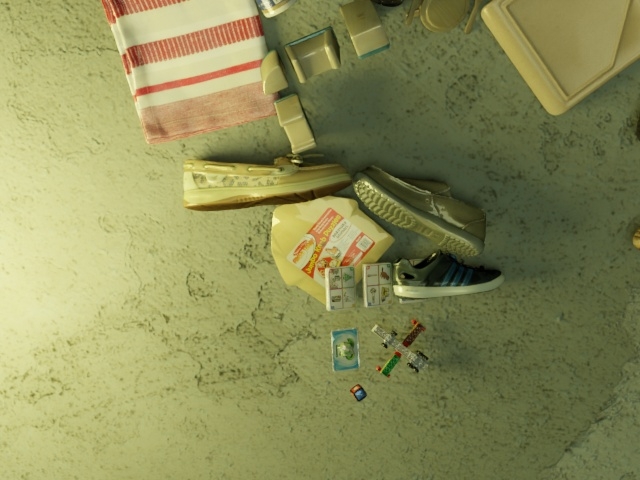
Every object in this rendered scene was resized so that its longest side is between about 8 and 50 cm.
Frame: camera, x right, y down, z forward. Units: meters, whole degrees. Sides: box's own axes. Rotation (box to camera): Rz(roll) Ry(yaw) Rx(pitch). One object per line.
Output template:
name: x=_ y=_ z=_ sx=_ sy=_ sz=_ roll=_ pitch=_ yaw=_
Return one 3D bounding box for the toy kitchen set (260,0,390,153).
toy kitchen set: x=0.018 y=-0.262 z=1.437 sx=0.207 sy=0.122 sz=0.166 roll=-20 pitch=126 yaw=7

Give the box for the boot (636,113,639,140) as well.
boot: x=0.609 y=-0.237 z=1.463 sx=0.137 sy=0.077 sz=0.197 roll=16 pitch=102 yaw=-23

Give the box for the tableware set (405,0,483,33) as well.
tableware set: x=0.206 y=-0.421 z=1.392 sx=0.128 sy=0.039 sz=0.194 roll=2 pitch=126 yaw=-26

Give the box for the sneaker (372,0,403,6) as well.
sneaker: x=0.025 y=-0.477 z=1.377 sx=0.283 sy=0.107 sz=0.124 roll=27 pitch=80 yaw=-3

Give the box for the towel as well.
towel: x=-0.214 y=-0.335 z=1.439 sx=0.237 sy=0.037 sz=0.328 roll=-14 pitch=107 yaw=4

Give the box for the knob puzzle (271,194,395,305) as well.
knob puzzle: x=0.000 y=0.000 z=1.547 sx=0.213 sy=0.030 sz=0.213 roll=0 pitch=108 yaw=0

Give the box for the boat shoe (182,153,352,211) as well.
boat shoe: x=-0.092 y=-0.106 z=1.469 sx=0.285 sy=0.104 sz=0.089 roll=-6 pitch=83 yaw=7

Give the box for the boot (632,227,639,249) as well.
boot: x=0.679 y=0.026 z=1.523 sx=0.249 sy=0.090 sz=0.206 roll=-25 pitch=104 yaw=4

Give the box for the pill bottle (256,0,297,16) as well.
pill bottle: x=-0.088 y=-0.415 z=1.387 sx=0.067 sy=0.067 sz=0.120 roll=-29 pitch=115 yaw=9

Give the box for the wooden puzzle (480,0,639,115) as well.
wooden puzzle: x=0.412 y=-0.353 z=1.433 sx=0.239 sy=0.044 sz=0.221 roll=-35 pitch=105 yaw=15

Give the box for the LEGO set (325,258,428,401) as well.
LEGO set: x=0.099 y=0.156 z=1.572 sx=0.183 sy=0.060 sz=0.244 roll=-6 pitch=99 yaw=-14

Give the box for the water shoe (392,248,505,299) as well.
water shoe: x=0.223 y=0.053 z=1.531 sx=0.203 sy=0.073 sz=0.080 roll=-6 pitch=92 yaw=-17

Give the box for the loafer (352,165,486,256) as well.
loafer: x=0.172 y=-0.062 z=1.509 sx=0.251 sy=0.094 sz=0.087 roll=29 pitch=71 yaw=-7
